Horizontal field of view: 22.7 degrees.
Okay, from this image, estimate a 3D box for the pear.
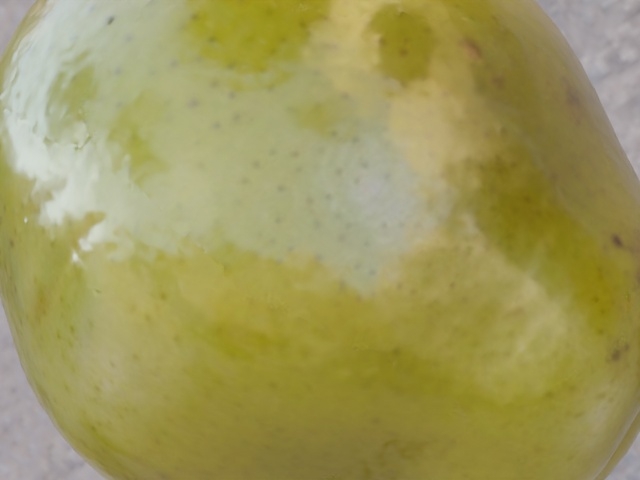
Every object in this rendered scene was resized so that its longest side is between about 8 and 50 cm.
[{"bbox_3d":[0.000,0.000,0.902,0.418,0.362,0.362,26,69,20],"label":"pear"}]
